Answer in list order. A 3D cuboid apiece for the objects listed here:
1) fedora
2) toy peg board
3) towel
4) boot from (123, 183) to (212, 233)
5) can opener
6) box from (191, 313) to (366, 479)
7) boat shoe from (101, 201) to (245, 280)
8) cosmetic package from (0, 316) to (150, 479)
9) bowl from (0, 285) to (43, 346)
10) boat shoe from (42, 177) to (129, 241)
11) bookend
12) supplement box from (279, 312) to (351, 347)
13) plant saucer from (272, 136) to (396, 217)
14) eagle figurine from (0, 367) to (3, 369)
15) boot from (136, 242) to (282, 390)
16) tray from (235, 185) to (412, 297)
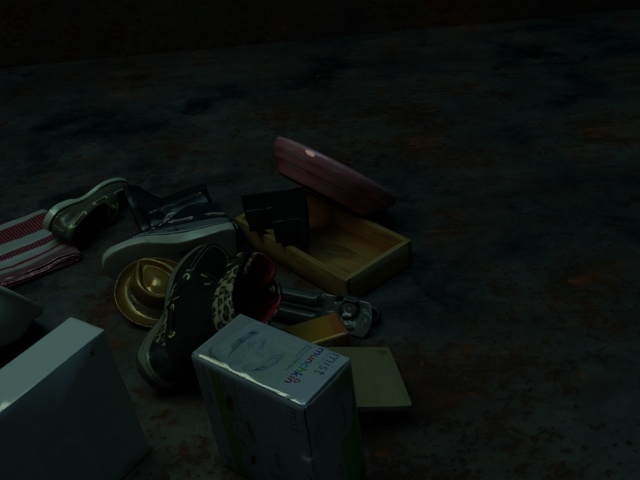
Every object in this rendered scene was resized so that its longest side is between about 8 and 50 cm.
[{"bbox_3d":[-0.366,0.099,1.673,0.195,0.079,0.194,5,51,-6],"label":"fedora"},{"bbox_3d":[0.063,0.276,1.378,0.161,0.079,0.161,2,32,-13],"label":"toy peg board"},{"bbox_3d":[-0.792,0.016,1.985,0.237,0.037,0.329,-24,36,-24],"label":"towel"},{"bbox_3d":[-0.402,-0.098,2.014,0.207,0.094,0.246,-22,42,-14],"label":"boot"},{"bbox_3d":[-0.010,0.143,1.605,0.284,0.075,0.095,10,5,26],"label":"can opener"},{"bbox_3d":[-0.063,0.283,1.207,0.231,0.261,0.127,16,40,33],"label":"box"},{"bbox_3d":[-0.368,0.000,1.839,0.341,0.127,0.158,-10,34,-20],"label":"boat shoe"},{"bbox_3d":[-0.463,0.346,1.180,0.098,0.284,0.377,15,39,31],"label":"cosmetic package"},{"bbox_3d":[-0.758,0.159,1.590,0.298,0.298,0.134,7,67,23],"label":"bowl"},{"bbox_3d":[-0.607,-0.081,2.035,0.091,0.109,0.305,35,36,12],"label":"boat shoe"},{"bbox_3d":[-0.106,-0.047,1.761,0.156,0.072,0.157,-8,33,2],"label":"bookend"},{"bbox_3d":[-0.061,0.221,1.470,0.234,0.080,0.078,-14,32,-12],"label":"supplement box"},{"bbox_3d":[0.023,-0.145,1.849,0.332,0.332,0.084,29,93,43],"label":"plant saucer"},{"bbox_3d":[-0.761,0.305,1.442,0.299,0.225,0.226,19,77,-10],"label":"eagle figurine"},{"bbox_3d":[-0.199,0.105,1.507,0.284,0.138,0.377,-30,23,34],"label":"boot"},{"bbox_3d":[0.000,0.000,1.798,0.203,0.076,0.411,-30,39,-30],"label":"tray"}]
